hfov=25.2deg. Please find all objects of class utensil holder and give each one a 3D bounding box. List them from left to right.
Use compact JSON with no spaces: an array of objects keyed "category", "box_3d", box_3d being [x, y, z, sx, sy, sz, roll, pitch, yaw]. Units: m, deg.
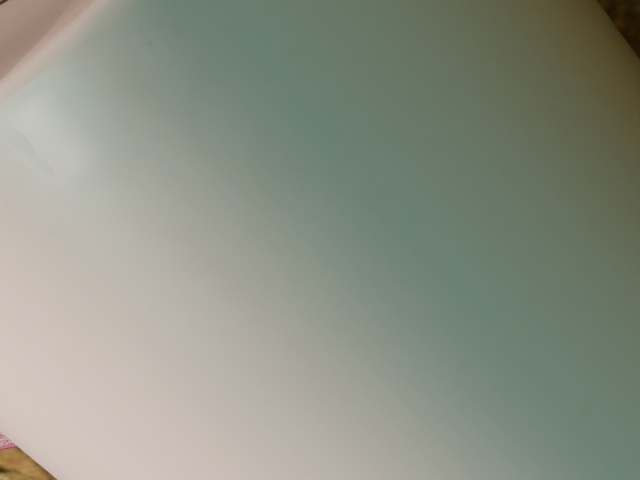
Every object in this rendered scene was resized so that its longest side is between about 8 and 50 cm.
[{"category":"utensil holder","box_3d":[0.000,0.000,0.635,0.327,0.328,0.385,-26,125,30]}]

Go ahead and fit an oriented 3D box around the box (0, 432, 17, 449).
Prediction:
[{"category":"box","box_3d":[-0.264,0.055,0.869,0.256,0.128,0.123,-13,131,20]}]
